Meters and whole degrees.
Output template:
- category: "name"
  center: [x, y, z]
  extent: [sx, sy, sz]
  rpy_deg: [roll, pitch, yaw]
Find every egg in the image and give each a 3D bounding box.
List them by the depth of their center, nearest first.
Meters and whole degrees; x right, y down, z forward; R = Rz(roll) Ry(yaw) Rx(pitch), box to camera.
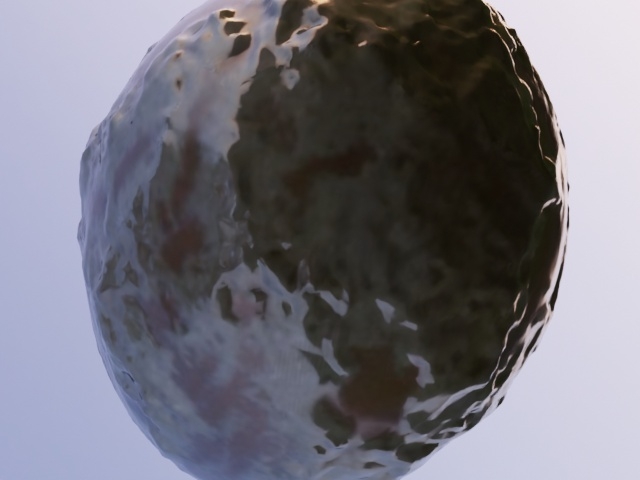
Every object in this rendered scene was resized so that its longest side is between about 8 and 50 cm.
- category: "egg"
  center: [0.000, 0.000, 0.535]
  extent: [0.203, 0.245, 0.203]
  rpy_deg: [17, -155, -8]
